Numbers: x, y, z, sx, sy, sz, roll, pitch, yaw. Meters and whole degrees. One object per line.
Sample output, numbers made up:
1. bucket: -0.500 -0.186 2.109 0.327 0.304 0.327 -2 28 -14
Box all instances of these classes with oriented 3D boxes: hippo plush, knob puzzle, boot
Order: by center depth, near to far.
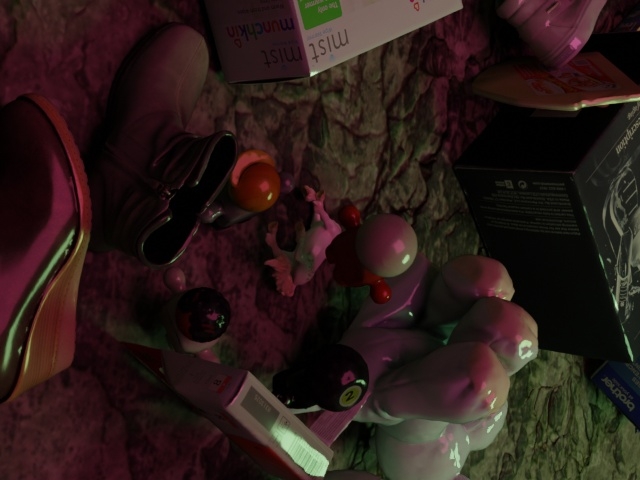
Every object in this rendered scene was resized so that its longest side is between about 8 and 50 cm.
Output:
1. boot: -0.281 0.015 0.802 0.206 0.090 0.249 -11 106 -48
2. boot: -0.123 -0.084 0.909 0.083 0.161 0.247 43 63 -41
3. hippo plush: 0.126 0.181 1.133 0.294 0.234 0.237 -45 129 -24
4. knob puzzle: 0.286 -0.193 1.332 0.213 0.213 0.030 -31 128 -41
5. boot: 0.306 -0.331 1.395 0.123 0.095 0.258 41 37 -8

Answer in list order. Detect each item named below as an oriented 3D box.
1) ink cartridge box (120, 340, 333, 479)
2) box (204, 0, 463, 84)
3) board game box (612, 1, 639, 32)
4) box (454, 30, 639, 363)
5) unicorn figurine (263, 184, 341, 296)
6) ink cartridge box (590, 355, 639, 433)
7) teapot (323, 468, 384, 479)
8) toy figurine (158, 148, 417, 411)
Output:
1. ink cartridge box: -0.095 0.155 0.949 0.145 0.179 0.045 50 57 -37
2. box: 0.001 -0.303 1.050 0.262 0.126 0.231 -31 114 -42
3. board game box: 0.528 -0.292 1.670 0.243 0.042 0.165 -45 124 -35
4. box: 0.383 -0.067 1.440 0.343 0.179 0.313 -47 127 -33
5. unicorn figurine: 0.000 0.000 1.133 0.162 0.060 0.111 -37 130 -22
6. ink cartridge box: 0.593 0.139 1.605 0.270 0.151 0.395 -23 155 -45
7. teapot: -0.008 0.350 1.022 0.187 0.252 0.256 -8 89 -27
8. toy figurine: -0.034 0.042 0.977 0.209 0.148 0.213 28 73 -12
